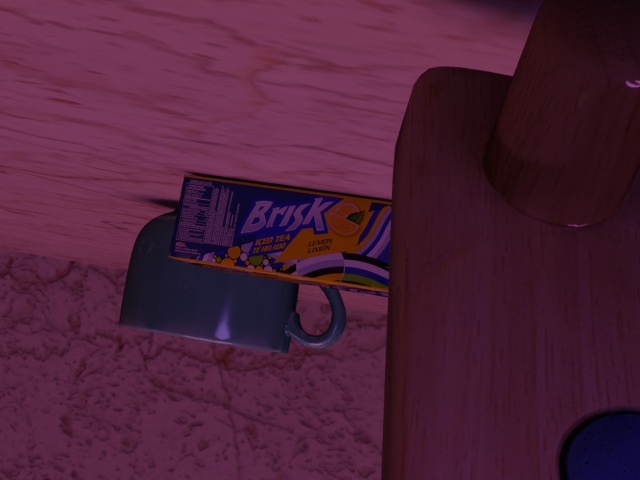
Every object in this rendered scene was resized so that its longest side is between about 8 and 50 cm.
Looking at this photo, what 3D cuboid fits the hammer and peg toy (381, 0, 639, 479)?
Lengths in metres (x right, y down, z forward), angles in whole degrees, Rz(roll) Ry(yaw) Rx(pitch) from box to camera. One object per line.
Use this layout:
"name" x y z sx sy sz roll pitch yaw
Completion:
"hammer and peg toy" 0.129 0.107 0.359 0.266 0.361 0.127 11 136 -5

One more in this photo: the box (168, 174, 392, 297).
"box" 0.000 0.000 1.075 0.169 0.054 0.059 9 176 20

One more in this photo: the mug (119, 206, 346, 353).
"mug" -0.068 0.030 1.367 0.158 0.097 0.129 11 176 -22
